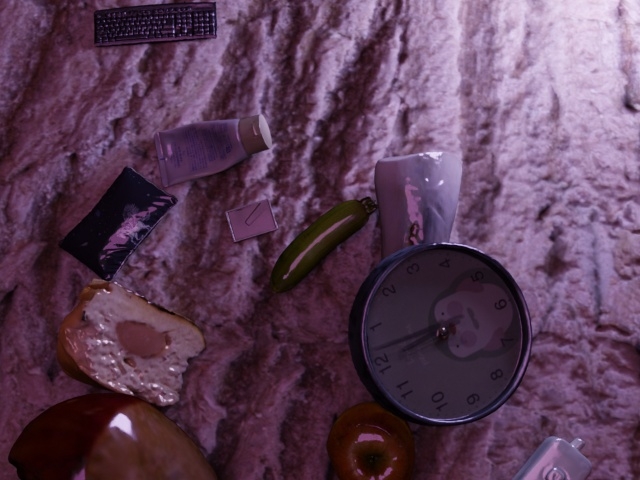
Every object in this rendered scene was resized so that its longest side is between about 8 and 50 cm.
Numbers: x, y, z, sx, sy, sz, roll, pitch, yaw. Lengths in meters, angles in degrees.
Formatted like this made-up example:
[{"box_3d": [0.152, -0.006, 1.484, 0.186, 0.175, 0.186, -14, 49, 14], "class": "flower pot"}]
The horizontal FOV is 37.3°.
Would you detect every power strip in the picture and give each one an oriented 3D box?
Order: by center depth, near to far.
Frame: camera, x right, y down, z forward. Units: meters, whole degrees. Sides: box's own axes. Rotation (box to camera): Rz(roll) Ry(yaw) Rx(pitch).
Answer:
[{"box_3d": [0.333, 0.491, 1.643, 0.091, 0.062, 0.385, 41, 83, 8], "class": "power strip"}]

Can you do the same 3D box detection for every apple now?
[{"box_3d": [0.092, 0.361, 1.647, 0.146, 0.147, 0.163, -29, 90, 0], "class": "apple"}]

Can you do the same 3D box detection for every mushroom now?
[{"box_3d": [0.193, 0.033, 1.726, 0.177, 0.126, 0.397, 3, 78, -20], "class": "mushroom"}]

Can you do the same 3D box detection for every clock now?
[{"box_3d": [0.207, 0.159, 1.614, 0.319, 0.066, 0.318, 1, 83, -12], "class": "clock"}]

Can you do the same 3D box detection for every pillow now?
[{"box_3d": [-0.384, -0.033, 1.805, 0.141, 0.055, 0.208, 35, 80, 18], "class": "pillow"}]

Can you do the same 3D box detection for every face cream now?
[{"box_3d": [-0.210, -0.183, 1.834, 0.224, 0.070, 0.114, -15, 76, 12], "class": "face cream"}]

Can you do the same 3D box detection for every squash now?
[{"box_3d": [0.000, 0.000, 1.770, 0.258, 0.069, 0.069, -42, 78, -8], "class": "squash"}]

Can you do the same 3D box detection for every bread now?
[{"box_3d": [-0.344, 0.176, 1.672, 0.224, 0.211, 0.183, 18, 72, 12], "class": "bread"}]

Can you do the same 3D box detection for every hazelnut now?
[{"box_3d": [-0.351, 0.457, 1.545, 0.359, 0.359, 0.409, -37, 80, -6], "class": "hazelnut"}]

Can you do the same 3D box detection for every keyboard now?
[{"box_3d": [-0.333, -0.439, 1.913, 0.251, 0.017, 0.087, -3, 78, 3], "class": "keyboard"}]

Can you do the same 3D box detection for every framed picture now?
[{"box_3d": [-0.132, -0.038, 1.816, 0.089, 0.006, 0.066, -18, 76, -2], "class": "framed picture"}]
